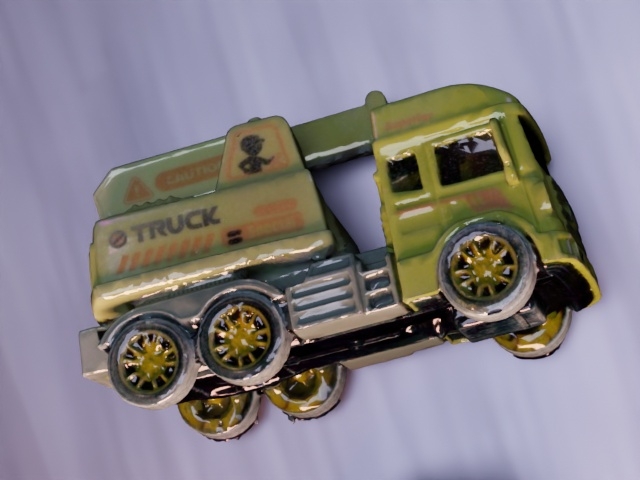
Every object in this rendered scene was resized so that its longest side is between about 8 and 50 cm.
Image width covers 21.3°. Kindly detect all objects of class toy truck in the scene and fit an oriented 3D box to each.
[{"bbox_3d":[0.000,0.000,0.564,0.169,0.077,0.100,-17,71,14],"label":"toy truck"}]
